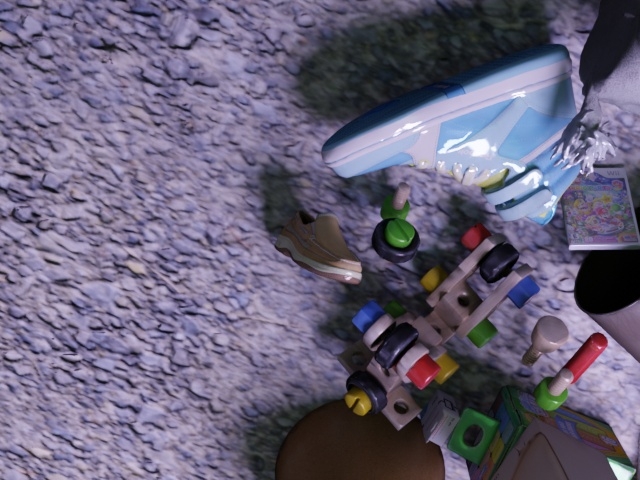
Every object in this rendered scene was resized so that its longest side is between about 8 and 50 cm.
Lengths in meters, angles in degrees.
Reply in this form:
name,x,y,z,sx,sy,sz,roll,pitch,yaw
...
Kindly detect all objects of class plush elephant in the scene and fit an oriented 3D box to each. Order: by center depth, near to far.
name,x,y,z,sx,sy,sz,roll,pitch,yaw
plush elephant,0.441,-0.187,1.197,0.255,0.272,0.330,20,104,-15

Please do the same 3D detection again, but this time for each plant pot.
name,x,y,z,sx,sy,sz,roll,pitch,yaw
plant pot,0.056,0.361,1.361,0.237,0.254,0.237,0,106,0

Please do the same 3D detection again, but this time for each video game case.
name,x,y,z,sx,sy,sz,roll,pitch,yaw
video game case,0.342,-0.040,1.317,0.087,0.122,0.011,-1,143,1

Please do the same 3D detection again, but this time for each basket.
name,x,y,z,sx,sy,sz,roll,pitch,yaw
basket,0.447,0.096,1.328,0.227,0.204,0.154,49,143,-19

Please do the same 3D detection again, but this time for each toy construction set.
name,x,y,z,sx,sy,sz,roll,pitch,yaw
toy construction set,0.165,0.137,1.332,0.309,0.257,0.237,24,141,2

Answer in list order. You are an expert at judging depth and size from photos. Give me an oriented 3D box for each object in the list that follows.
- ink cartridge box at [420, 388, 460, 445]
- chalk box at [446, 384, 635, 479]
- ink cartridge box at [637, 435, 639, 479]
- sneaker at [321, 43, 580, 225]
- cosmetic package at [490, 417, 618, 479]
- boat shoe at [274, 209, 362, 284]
name,x,y,z,sx,sy,sz,roll,pitch,yaw
ink cartridge box,0.158,0.238,1.410,0.028,0.083,0.048,28,105,-7
chalk box,0.275,0.287,1.399,0.213,0.132,0.132,21,105,-6
ink cartridge box,0.508,0.348,1.461,0.145,0.045,0.179,-2,104,2
sneaker,0.176,-0.090,1.283,0.319,0.127,0.208,-21,105,1
cosmetic package,0.270,0.344,1.188,0.113,0.309,0.160,28,102,-7
boat shoe,0.000,0.000,1.293,0.068,0.190,0.072,20,94,-31
